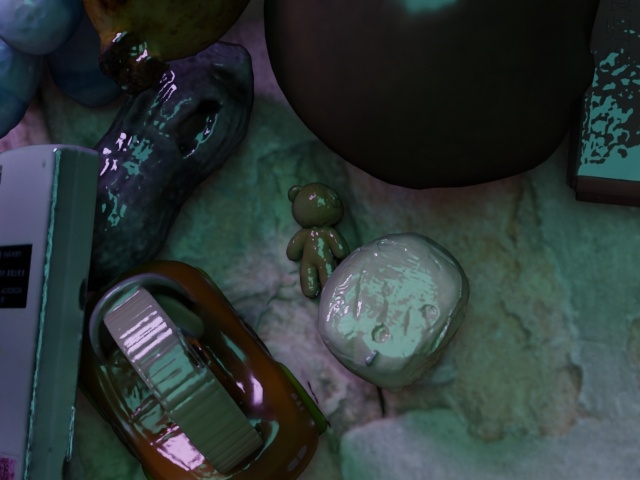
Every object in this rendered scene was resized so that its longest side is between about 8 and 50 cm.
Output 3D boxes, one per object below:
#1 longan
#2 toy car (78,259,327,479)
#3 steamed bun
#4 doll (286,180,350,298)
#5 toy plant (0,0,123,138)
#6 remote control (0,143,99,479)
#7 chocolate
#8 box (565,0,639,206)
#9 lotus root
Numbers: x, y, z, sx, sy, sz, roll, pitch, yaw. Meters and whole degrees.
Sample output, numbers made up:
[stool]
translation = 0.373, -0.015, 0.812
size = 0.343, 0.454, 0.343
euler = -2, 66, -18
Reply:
[longan]
translation = 0.092, -0.184, 1.532
size = 0.297, 0.297, 0.297
euler = -1, 74, 4
[toy car]
translation = -0.109, 0.107, 1.494
size = 0.145, 0.235, 0.235
euler = -38, 75, -7
[steamed bun]
translation = 0.058, 0.057, 1.561
size = 0.112, 0.091, 0.130
euler = 33, 76, 8
[doll]
translation = -0.005, -0.001, 1.605
size = 0.061, 0.051, 0.093
euler = -3, 68, 33
[toy plant]
translation = -0.245, -0.235, 1.607
size = 0.247, 0.247, 0.332
euler = 15, 79, 8
[remote control]
translation = -0.240, 0.095, 1.524
size = 0.050, 0.145, 0.344
euler = 8, 85, -33
[chocolate]
translation = -0.144, -0.068, 1.609
size = 0.110, 0.110, 0.248
euler = 36, 80, 13
[box]
translation = 0.321, -0.129, 1.599
size = 0.215, 0.086, 0.215
euler = 6, 73, 5
[lotus root]
translation = -0.112, -0.234, 1.484
size = 0.145, 0.128, 0.260
euler = 26, 76, -24
